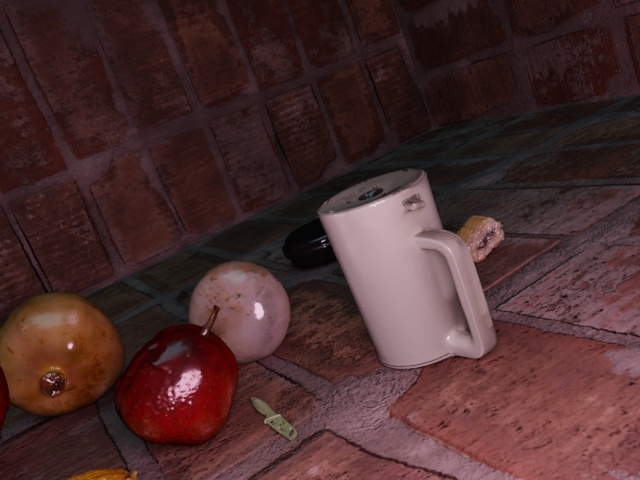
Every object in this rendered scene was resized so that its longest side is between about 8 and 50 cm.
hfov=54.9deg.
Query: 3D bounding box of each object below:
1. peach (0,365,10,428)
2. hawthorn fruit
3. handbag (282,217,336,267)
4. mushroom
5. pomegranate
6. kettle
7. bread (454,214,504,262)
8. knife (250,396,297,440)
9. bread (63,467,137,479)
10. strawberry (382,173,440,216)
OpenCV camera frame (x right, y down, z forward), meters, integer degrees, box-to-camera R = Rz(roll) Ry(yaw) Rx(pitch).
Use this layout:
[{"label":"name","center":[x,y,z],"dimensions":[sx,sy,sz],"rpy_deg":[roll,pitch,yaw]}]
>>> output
[{"label":"peach","center":[-0.834,0.357,1.252],"dimensions":[0.339,0.417,0.353],"rpy_deg":[-30,-29,22]},{"label":"hawthorn fruit","center":[-0.244,0.245,1.146],"dimensions":[0.266,0.210,0.230],"rpy_deg":[-59,3,-4]},{"label":"handbag","center":[0.001,0.001,2.006],"dimensions":[0.253,0.093,0.308],"rpy_deg":[-24,14,-2]},{"label":"mushroom","center":[-0.174,0.165,1.428],"dimensions":[0.243,0.244,0.243],"rpy_deg":[-20,14,5]},{"label":"pomegranate","center":[-0.635,0.280,1.502],"dimensions":[0.318,0.320,0.319],"rpy_deg":[-20,14,5]},{"label":"kettle","center":[0.165,0.047,1.102],"dimensions":[0.264,0.318,0.205],"rpy_deg":[-12,16,30]},{"label":"bread","center":[0.371,0.000,1.475],"dimensions":[0.125,0.082,0.106],"rpy_deg":[-45,8,-6]},{"label":"knife","center":[-0.089,0.316,1.101],"dimensions":[0.030,0.014,0.207],"rpy_deg":[-26,15,-23]},{"label":"bread","center":[-0.345,0.416,0.835],"dimensions":[0.239,0.139,0.240],"rpy_deg":[-20,13,5]},{"label":"strawberry","center":[0.213,-0.036,1.608],"dimensions":[0.220,0.275,0.274],"rpy_deg":[14,-5,-30]}]
